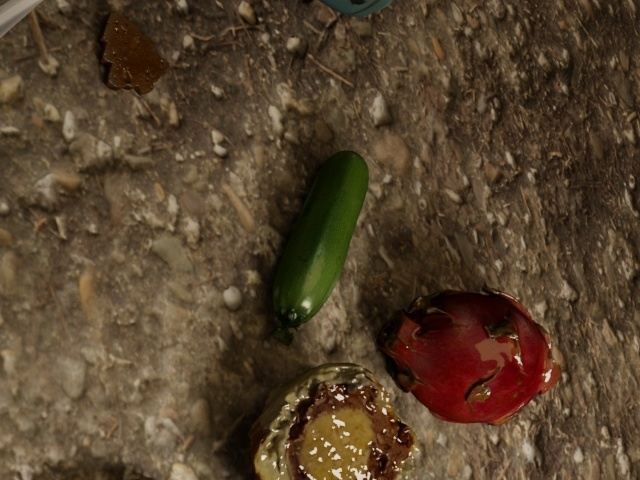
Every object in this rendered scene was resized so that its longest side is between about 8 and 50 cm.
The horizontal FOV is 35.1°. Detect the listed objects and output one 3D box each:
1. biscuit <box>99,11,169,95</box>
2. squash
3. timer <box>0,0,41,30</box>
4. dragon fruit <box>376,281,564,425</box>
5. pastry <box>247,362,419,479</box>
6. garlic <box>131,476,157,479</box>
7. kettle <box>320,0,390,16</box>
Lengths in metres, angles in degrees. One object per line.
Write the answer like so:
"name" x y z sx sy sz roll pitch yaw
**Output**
"biscuit" -0.287 -0.280 1.515 0.119 0.019 0.130 -26 95 -43
"squash" 0.000 0.000 1.632 0.101 0.101 0.378 40 55 -26
"timer" -0.485 -0.306 1.226 0.194 0.195 0.192 54 49 -16
"dragon fruit" 0.255 0.196 1.706 0.315 0.250 0.250 43 52 -33
"pastry" 0.002 0.316 1.497 0.237 0.170 0.256 -40 110 -21
"garlic" -0.244 0.382 1.305 0.174 0.099 0.124 -58 134 -32
"kettle" 0.019 -0.557 1.755 0.342 0.247 0.319 50 24 -28
